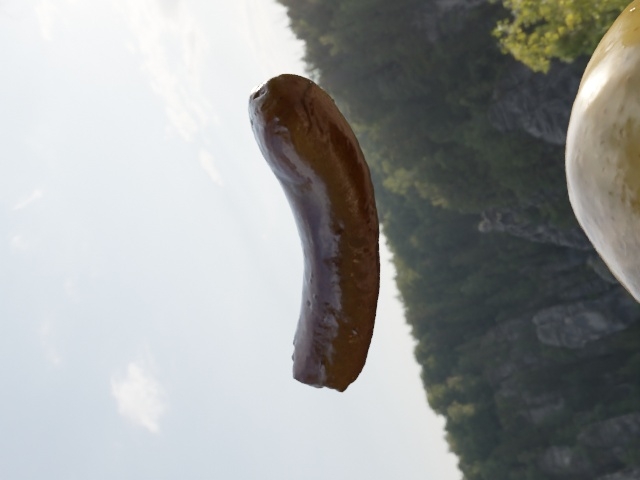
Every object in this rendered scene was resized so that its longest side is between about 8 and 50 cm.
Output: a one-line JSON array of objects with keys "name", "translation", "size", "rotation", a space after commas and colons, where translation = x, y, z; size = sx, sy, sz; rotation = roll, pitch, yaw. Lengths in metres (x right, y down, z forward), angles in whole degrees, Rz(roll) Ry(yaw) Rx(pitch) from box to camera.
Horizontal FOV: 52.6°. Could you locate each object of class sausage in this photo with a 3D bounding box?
[{"name": "sausage", "translation": [0.004, -0.002, 0.588], "size": [0.076, 0.103, 0.302], "rotation": [36, 138, 58]}]

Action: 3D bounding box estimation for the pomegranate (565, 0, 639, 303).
[{"name": "pomegranate", "translation": [0.395, -0.093, 0.515], "size": [0.410, 0.411, 0.409], "rotation": [-19, -90, -78]}]
